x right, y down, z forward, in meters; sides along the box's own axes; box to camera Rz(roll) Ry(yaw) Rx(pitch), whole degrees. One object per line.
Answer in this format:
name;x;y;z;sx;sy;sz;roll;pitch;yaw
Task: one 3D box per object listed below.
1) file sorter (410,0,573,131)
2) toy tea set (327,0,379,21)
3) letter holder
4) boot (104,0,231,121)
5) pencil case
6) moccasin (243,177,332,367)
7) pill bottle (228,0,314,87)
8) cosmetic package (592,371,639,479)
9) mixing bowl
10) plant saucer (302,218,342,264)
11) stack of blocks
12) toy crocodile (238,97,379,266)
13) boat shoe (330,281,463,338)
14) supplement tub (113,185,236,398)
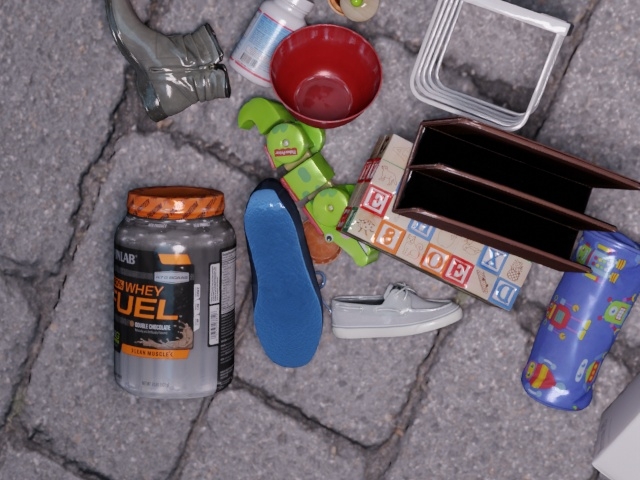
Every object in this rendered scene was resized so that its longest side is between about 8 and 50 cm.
file sorter;0.258;-0.278;1.778;0.193;0.278;0.173;22;104;9
toy tea set;0.075;-0.519;1.859;0.200;0.124;0.336;-5;98;14
letter holder;0.293;-0.064;1.739;0.302;0.214;0.152;19;88;-13
boot;-0.254;-0.335;2.001;0.161;0.083;0.246;-22;99;9
pencil case;0.429;0.129;1.889;0.133;0.119;0.306;13;105;-28
moccasin;-0.050;0.052;1.979;0.138;0.117;0.341;0;120;5
pill bottle;-0.078;-0.340;1.944;0.087;0.087;0.160;35;105;5
cosmetic package;0.598;0.218;1.799;0.156;0.217;0.385;39;110;5
mixing bowl;0.007;-0.251;1.918;0.182;0.098;0.181;1;68;-2
plant saucer;0.000;0.000;2.022;0.084;0.013;0.083;2;100;14
stack of blocks;0.197;-0.028;1.875;0.297;0.087;0.171;26;87;-12
toy crocodile;-0.014;-0.099;1.958;0.105;0.115;0.340;-36;88;22
boat shoe;0.123;0.114;1.978;0.228;0.079;0.081;-7;102;17
supplement tub;-0.246;0.084;1.994;0.207;0.207;0.337;3;100;13
